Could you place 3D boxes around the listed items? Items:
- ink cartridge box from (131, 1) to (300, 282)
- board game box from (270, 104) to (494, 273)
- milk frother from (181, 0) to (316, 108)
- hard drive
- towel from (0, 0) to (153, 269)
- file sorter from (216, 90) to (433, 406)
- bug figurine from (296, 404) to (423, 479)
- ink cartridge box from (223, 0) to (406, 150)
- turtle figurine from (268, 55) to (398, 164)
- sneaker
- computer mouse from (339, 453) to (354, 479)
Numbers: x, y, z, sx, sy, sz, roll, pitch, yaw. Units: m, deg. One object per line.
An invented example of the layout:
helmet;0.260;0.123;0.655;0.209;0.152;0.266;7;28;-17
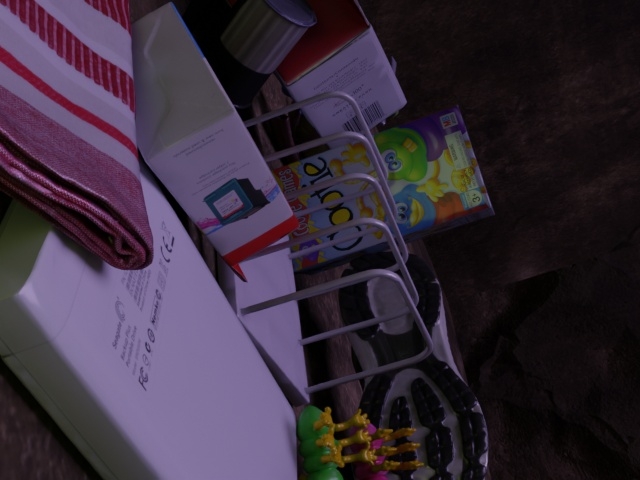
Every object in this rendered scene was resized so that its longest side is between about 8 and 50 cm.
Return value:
ink cartridge box;-0.094;-0.072;0.737;0.134;0.078;0.231;59;-1;29
board game box;0.081;-0.062;1.169;0.144;0.275;0.142;12;60;-77
milk frother;-0.088;-0.209;0.949;0.129;0.135;0.143;18;40;-34
hard drive;-0.103;0.096;0.617;0.233;0.047;0.353;-93;161;-55
towel;-0.187;-0.163;0.518;0.237;0.037;0.329;45;23;-47
file sorter;0.000;0.000;0.950;0.193;0.173;0.277;60;16;-48
bug figurine;0.038;0.267;0.809;0.279;0.072;0.216;28;49;-57
ink cartridge box;-0.046;-0.309;1.127;0.309;0.130;0.272;57;4;26
turtle figurine;0.046;-0.151;1.365;0.275;0.198;0.266;-29;104;-75
sneaker;0.114;0.214;1.066;0.182;0.158;0.410;79;6;-49
computer mouse;0.031;0.303;0.985;0.071;0.041;0.242;63;18;1
